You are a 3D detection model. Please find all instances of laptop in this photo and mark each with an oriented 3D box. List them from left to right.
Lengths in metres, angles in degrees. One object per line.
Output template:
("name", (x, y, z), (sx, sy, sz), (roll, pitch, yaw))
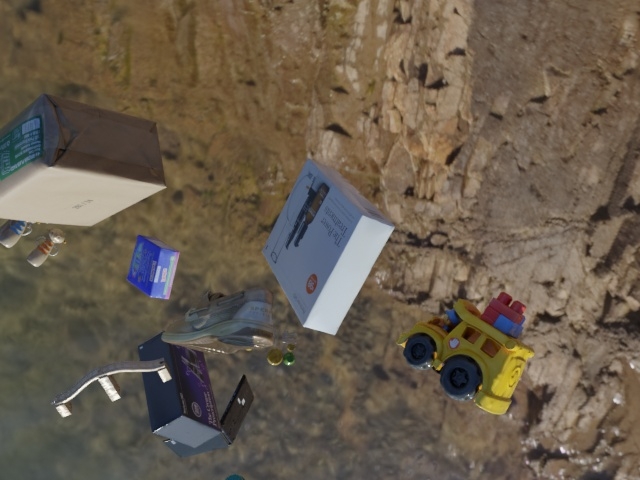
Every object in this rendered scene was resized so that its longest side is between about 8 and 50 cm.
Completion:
("laptop", (-0.327, 0.536, 1.890), (0.136, 0.264, 0.234), (20, 153, 12))

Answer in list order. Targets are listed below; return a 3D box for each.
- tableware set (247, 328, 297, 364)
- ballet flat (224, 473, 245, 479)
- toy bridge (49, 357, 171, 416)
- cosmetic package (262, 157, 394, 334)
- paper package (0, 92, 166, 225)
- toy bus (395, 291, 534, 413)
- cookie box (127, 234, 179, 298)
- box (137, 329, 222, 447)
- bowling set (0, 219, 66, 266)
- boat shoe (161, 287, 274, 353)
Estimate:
("tableware set", (-0.143, 0.310, 1.823), (0.154, 0.024, 0.104), (11, 75, -20))
("ballet flat", (-0.151, 0.519, 1.104), (0.074, 0.203, 0.074), (-4, 126, -6))
("toy bridge", (-0.340, 0.228, 1.002), (0.188, 0.026, 0.063), (-18, 130, -7))
("cosmetic package", (0.000, 0.000, 1.487), (0.097, 0.377, 0.284), (17, 108, -27))
("paper package", (-0.565, -0.161, 1.407), (0.325, 0.309, 0.168), (-19, 76, 35))
("toy bus", (0.284, 0.183, 1.169), (0.149, 0.220, 0.211), (22, 98, -50))
("cookie box", (-0.307, 0.047, 1.142), (0.040, 0.107, 0.092), (10, 98, -40))
("box", (-0.376, 0.396, 1.669), (0.103, 0.261, 0.184), (-33, 142, 11))
("bowling set", (-0.859, -0.069, 1.748), (0.287, 0.200, 0.154), (39, 76, -5))
("boat shoe", (-0.204, 0.163, 1.265), (0.121, 0.110, 0.341), (23, 155, -39))
